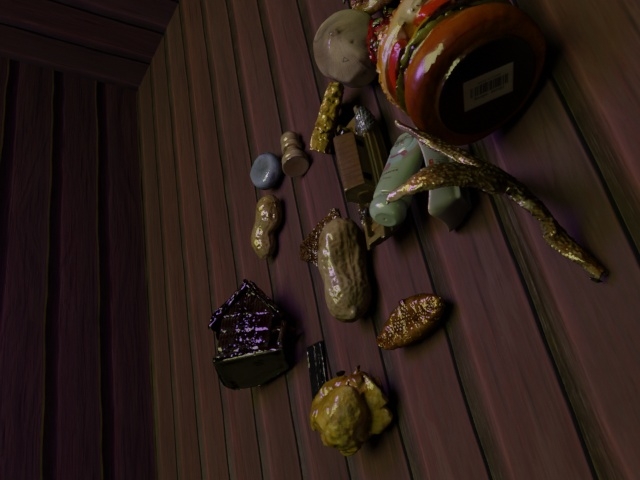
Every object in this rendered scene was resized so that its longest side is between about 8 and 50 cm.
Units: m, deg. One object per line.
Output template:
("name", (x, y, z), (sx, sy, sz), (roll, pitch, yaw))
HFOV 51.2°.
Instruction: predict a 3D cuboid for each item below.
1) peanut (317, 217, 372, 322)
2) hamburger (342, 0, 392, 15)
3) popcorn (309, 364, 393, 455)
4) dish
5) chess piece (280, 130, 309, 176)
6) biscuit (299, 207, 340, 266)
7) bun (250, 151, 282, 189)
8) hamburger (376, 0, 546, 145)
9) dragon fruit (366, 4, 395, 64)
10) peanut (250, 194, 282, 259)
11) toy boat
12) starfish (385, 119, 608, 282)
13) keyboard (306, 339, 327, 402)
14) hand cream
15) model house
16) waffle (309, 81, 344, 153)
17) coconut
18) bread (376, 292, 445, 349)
("peanut", (0.067, 0.085, 1.861), (0.159, 0.142, 0.292), (86, 176, -72))
("hamburger", (0.153, -0.732, 1.897), (0.182, 0.118, 0.191), (-50, 35, 4))
("popcorn", (0.064, 0.440, 1.722), (0.254, 0.190, 0.191), (-59, 44, 26))
("dish", (0.294, -0.143, 1.554), (0.077, 0.151, 0.213), (-17, 65, 24))
("chess piece", (-0.092, -0.306, 2.273), (0.094, 0.094, 0.171), (-53, 34, 38))
("biscuit", (0.000, 0.012, 2.087), (0.237, 0.026, 0.131), (-47, 43, 41))
("bun", (-0.188, -0.248, 2.408), (0.140, 0.083, 0.141), (-19, 64, 45))
("hamburger", (0.290, -0.387, 1.438), (0.330, 0.329, 0.250), (-59, 41, 32))
("dragon fruit", (0.213, -0.532, 1.759), (0.160, 0.171, 0.167), (-62, -30, -49))
("peanut", (-0.191, -0.048, 2.348), (0.103, 0.098, 0.230), (-109, 29, -81))
("toy boat", (0.123, -0.177, 1.806), (0.136, 0.162, 0.446), (-43, 48, 42))
("starfish", (0.317, -0.090, 1.308), (0.384, 0.397, 0.132), (-122, 50, -61))
("keyboard", (-0.005, 0.430, 1.997), (0.087, 0.017, 0.251), (-38, 52, 47))
("hand cream", (0.209, -0.175, 1.699), (0.147, 0.093, 0.306), (-24, 37, 53))
("model house", (-0.213, 0.307, 2.229), (0.317, 0.296, 0.283), (78, -171, -56))
("waffle", (0.026, -0.374, 2.032), (0.229, 0.057, 0.219), (-56, -18, -81))
("coconut", (0.083, -0.546, 1.902), (0.224, 0.224, 0.224), (-21, 65, 55))
("bread", (0.225, 0.194, 1.626), (0.233, 0.075, 0.105), (-44, 59, 35))
